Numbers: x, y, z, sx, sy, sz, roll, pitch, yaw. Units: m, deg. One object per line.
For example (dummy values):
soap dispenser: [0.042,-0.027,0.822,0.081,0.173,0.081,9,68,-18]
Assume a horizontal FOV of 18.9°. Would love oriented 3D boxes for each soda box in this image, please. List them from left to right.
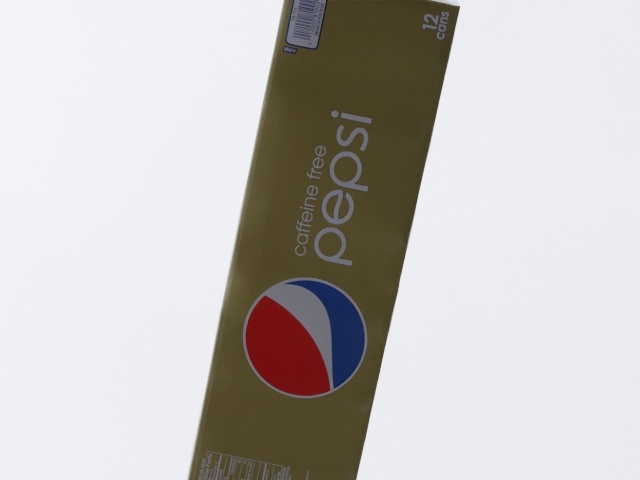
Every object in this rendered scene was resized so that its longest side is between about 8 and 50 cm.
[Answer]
soda box: [0.000,0.000,0.652,0.058,0.061,0.181,12,-78,-1]
